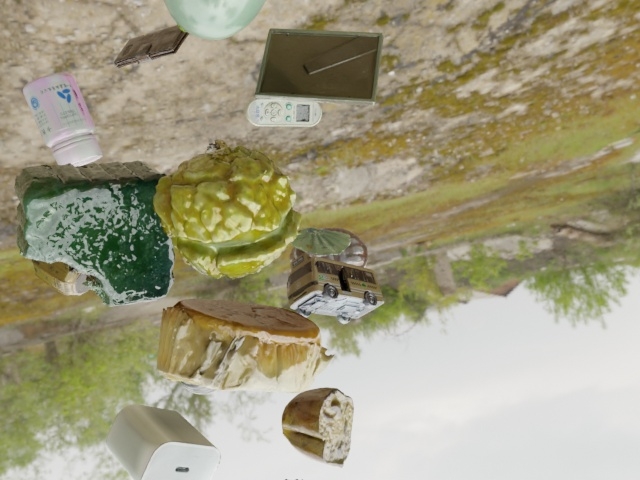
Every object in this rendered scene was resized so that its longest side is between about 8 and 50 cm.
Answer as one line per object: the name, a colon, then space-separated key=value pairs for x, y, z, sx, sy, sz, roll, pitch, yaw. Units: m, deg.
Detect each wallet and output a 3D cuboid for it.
wallet: x=-0.484 y=-0.558 z=1.768 sx=0.230 sy=0.124 sz=0.042 roll=-1 pitch=142 yaw=27

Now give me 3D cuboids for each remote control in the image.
remote control: x=-0.103 y=-0.358 z=1.718 sx=0.221 sy=0.078 sz=0.042 roll=-4 pitch=-165 yaw=-23

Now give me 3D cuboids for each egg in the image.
egg: x=-0.247 y=-0.656 z=1.462 sx=0.276 sy=0.276 sz=0.389 roll=-11 pitch=155 yaw=-24

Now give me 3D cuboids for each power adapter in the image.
power adapter: x=-0.376 y=0.466 z=1.420 sx=0.187 sy=0.124 sz=0.255 roll=28 pitch=175 yaw=-43

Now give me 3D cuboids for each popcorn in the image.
popcorn: x=-0.173 y=-0.059 z=1.229 sx=0.247 sy=0.282 sz=0.282 roll=-17 pitch=173 yaw=43

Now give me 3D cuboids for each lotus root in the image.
lotus root: x=-0.025 y=0.483 z=1.620 sx=0.180 sy=0.188 sz=0.199 roll=-1 pitch=154 yaw=27

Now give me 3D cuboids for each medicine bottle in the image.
medicine bottle: x=-0.743 y=-0.343 z=1.787 sx=0.152 sy=0.255 sz=0.152 roll=-20 pitch=-174 yaw=2

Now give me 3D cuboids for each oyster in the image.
oyster: x=-0.231 y=-0.179 z=1.440 sx=0.051 sy=0.103 sz=0.148 roll=-41 pitch=164 yaw=-24

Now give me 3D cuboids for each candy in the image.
candy: x=0.028 y=0.064 z=2.284 sx=0.289 sy=0.214 sz=0.157 roll=-4 pitch=160 yaw=-23

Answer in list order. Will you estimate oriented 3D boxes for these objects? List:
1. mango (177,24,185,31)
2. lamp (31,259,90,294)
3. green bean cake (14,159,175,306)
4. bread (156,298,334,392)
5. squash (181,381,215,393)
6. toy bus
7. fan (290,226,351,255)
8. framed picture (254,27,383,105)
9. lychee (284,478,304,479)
mango: x=-0.374 y=-0.648 z=1.676 sx=0.074 sy=0.165 sz=0.091 roll=2 pitch=168 yaw=-12
lamp: x=-0.801 y=0.080 z=1.941 sx=0.161 sy=0.185 sz=0.161 roll=-53 pitch=165 yaw=-21
green bean cake: x=-0.480 y=-0.012 z=1.319 sx=0.307 sy=0.300 sz=0.169 roll=-8 pitch=-155 yaw=-34
bread: x=-0.163 y=0.216 z=1.284 sx=0.236 sy=0.183 sz=0.388 roll=2 pitch=169 yaw=37
squash: x=-0.364 y=0.360 z=1.879 sx=0.172 sy=0.218 sz=0.218 roll=-21 pitch=173 yaw=11
toy bus: x=0.040 y=0.138 z=1.789 sx=0.289 sy=0.157 sz=0.139 roll=13 pitch=142 yaw=-40
fan: x=0.000 y=0.000 z=1.847 sx=0.240 sy=0.131 sz=0.009 roll=-1 pitch=133 yaw=-32
framed picture: x=-0.001 y=-0.469 z=1.649 sx=0.324 sy=0.240 sz=0.020 roll=4 pitch=155 yaw=7
lychee: x=-0.037 y=0.453 z=0.933 sx=0.188 sy=0.188 sz=0.188 roll=-14 pitch=174 yaw=-1
